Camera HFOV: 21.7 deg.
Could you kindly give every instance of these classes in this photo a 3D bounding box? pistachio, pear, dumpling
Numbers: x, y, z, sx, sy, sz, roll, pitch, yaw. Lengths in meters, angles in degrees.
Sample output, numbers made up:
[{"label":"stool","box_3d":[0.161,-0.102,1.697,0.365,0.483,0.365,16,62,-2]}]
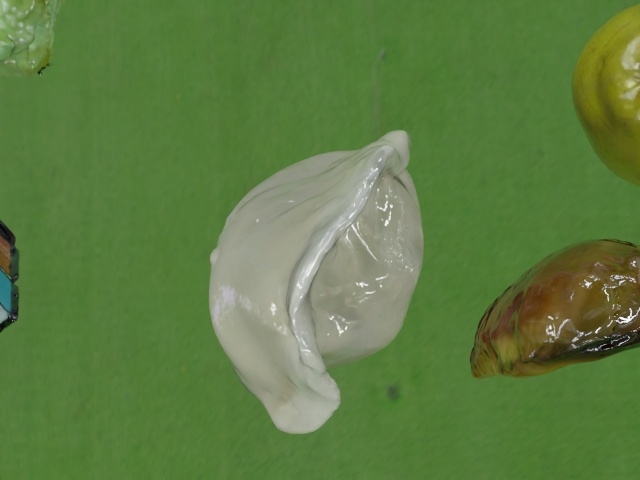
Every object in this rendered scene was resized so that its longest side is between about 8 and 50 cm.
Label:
[{"label":"pistachio","box_3d":[0.110,0.027,0.726,0.090,0.173,0.049,-16,86,-7]},{"label":"pear","box_3d":[0.382,-0.154,1.804,0.212,0.269,0.212,-2,84,19]},{"label":"dumpling","box_3d":[0.000,0.000,1.488,0.187,0.243,0.318,17,59,3]}]

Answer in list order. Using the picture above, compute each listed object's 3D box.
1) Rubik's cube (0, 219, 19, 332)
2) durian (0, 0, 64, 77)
[{"label":"Rubik's cube","box_3d":[-0.411,0.024,1.620,0.167,0.180,0.183,-36,118,8]},{"label":"durian","box_3d":[-0.307,-0.265,1.453,0.256,0.339,0.204,34,27,26]}]
